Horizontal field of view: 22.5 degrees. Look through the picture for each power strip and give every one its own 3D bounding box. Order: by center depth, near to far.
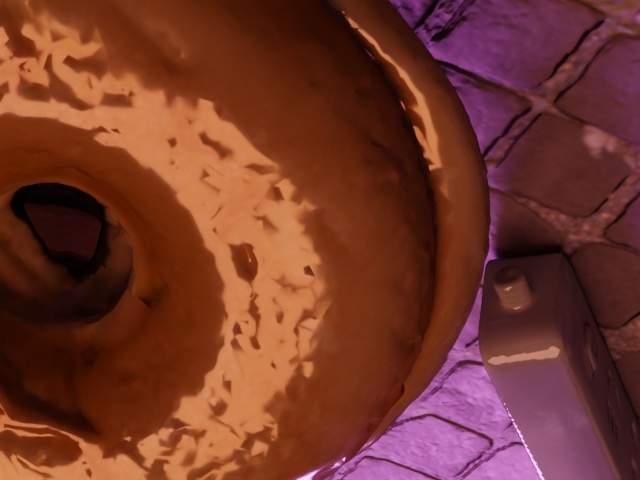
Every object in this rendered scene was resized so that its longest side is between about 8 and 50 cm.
[{"bbox_3d":[0.190,0.142,1.142,0.062,0.091,0.385,-8,138,21],"label":"power strip"}]

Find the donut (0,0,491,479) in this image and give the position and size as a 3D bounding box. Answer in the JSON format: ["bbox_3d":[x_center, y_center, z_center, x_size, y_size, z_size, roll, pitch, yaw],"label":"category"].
[{"bbox_3d":[-0.133,-0.017,0.854,0.449,0.198,0.448,-1,115,-1],"label":"donut"}]

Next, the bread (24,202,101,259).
[{"bbox_3d":[-0.194,0.077,1.088,0.197,0.170,0.197,-3,120,-5],"label":"bread"}]
